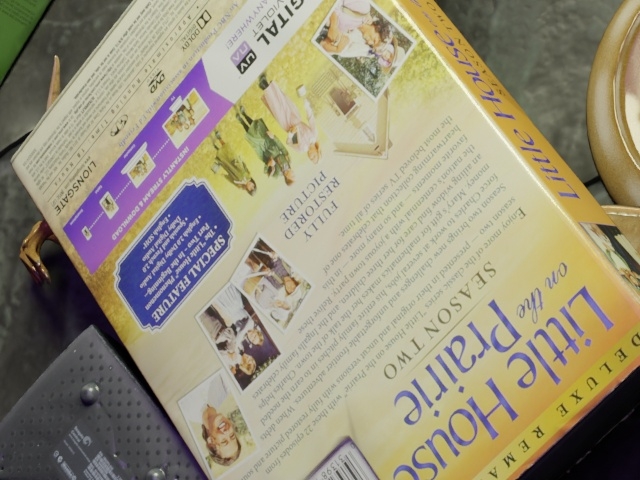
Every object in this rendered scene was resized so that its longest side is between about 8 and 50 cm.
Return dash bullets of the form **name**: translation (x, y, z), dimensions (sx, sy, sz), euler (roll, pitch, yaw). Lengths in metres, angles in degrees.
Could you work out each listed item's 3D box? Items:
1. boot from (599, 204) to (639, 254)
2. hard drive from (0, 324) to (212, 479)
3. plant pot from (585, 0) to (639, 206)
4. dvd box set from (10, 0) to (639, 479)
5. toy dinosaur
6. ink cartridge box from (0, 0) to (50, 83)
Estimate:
- **boot**: translation (0.193, 0.039, 1.074), dimensions (0.305, 0.115, 0.112), euler (-6, 98, 24)
- **hard drive**: translation (-0.178, 0.203, 1.238), dimensions (0.254, 0.054, 0.172), euler (-51, 59, 13)
- **plant pot**: translation (0.276, -0.097, 1.134), dimensions (0.236, 0.032, 0.236), euler (-7, 73, 23)
- **dvd box set**: translation (0.000, 0.000, 1.129), dimensions (0.307, 0.062, 0.420), euler (-49, 62, 25)
- **toy dinosaur**: translation (-0.172, -0.021, 1.319), dimensions (0.112, 0.064, 0.211), euler (-37, 67, -15)
- **ink cartridge box**: translation (-0.247, -0.236, 1.399), dimensions (0.109, 0.062, 0.209), euler (32, 91, 29)
